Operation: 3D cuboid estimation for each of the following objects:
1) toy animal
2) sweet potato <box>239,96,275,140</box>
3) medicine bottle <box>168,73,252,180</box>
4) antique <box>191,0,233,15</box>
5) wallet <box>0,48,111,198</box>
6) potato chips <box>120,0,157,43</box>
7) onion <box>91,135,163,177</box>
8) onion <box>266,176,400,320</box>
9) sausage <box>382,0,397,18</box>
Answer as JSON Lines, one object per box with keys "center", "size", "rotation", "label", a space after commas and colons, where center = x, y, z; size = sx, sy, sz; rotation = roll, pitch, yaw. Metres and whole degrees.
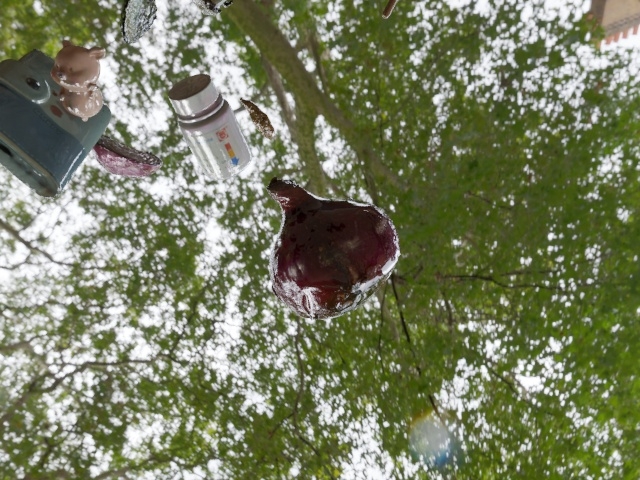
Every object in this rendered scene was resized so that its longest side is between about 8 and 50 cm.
{"center": [-0.411, -0.270, 0.948], "size": [0.083, 0.150, 0.089], "rotation": [10, -137, -14], "label": "toy animal"}
{"center": [-0.208, -0.414, 1.903], "size": [0.060, 0.206, 0.068], "rotation": [-28, -142, 15], "label": "sweet potato"}
{"center": [-0.331, -0.338, 1.680], "size": [0.170, 0.293, 0.170], "rotation": [-12, -138, 11], "label": "medicine bottle"}
{"center": [-0.399, -0.862, 1.782], "size": [0.125, 0.284, 0.150], "rotation": [-48, -152, -11], "label": "antique"}
{"center": [-0.604, -0.276, 1.215], "size": [0.083, 0.252, 0.360], "rotation": [-29, -147, 21], "label": "wallet"}
{"center": [-0.569, -0.716, 1.748], "size": [0.029, 0.202, 0.220], "rotation": [20, -164, 2], "label": "potato chips"}
{"center": [-0.680, -0.268, 1.925], "size": [0.111, 0.250, 0.247], "rotation": [-64, -148, 10], "label": "onion"}
{"center": [0.000, 0.000, 1.372], "size": [0.348, 0.348, 0.385], "rotation": [-37, -84, -13], "label": "onion"}
{"center": [0.230, -0.759, 1.776], "size": [0.026, 0.026, 0.116], "rotation": [26, -94, 31], "label": "sausage"}
